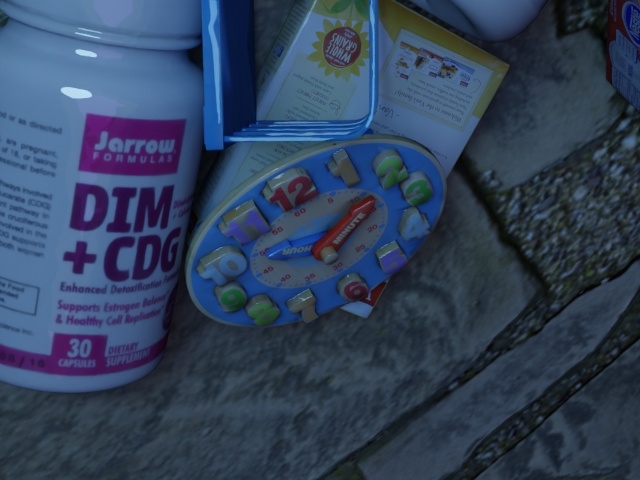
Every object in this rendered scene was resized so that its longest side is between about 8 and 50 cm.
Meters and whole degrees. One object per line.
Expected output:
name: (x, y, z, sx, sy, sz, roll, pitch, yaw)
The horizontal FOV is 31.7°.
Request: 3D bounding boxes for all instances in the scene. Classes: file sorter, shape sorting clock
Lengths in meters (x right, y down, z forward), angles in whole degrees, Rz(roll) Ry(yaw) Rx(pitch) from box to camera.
file sorter: (-0.014, -0.126, 0.740, 0.104, 0.170, 0.118, -1, 99, 4)
shape sorting clock: (0.000, 0.000, 0.822, 0.206, 0.040, 0.206, -17, 142, -13)

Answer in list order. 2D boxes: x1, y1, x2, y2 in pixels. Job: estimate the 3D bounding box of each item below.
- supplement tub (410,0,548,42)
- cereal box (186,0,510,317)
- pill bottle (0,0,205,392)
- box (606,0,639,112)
supplement tub: (0.121, -0.321, 0.711, 0.241, 0.241, 0.331, 32, 98, -28)
cereal box: (0.018, -0.073, 0.888, 0.173, 0.047, 0.240, 24, 103, -25)
pill bottle: (-0.162, -0.055, 0.765, 0.160, 0.160, 0.283, 5, 110, -22)
box: (0.299, -0.169, 0.833, 0.122, 0.128, 0.257, -39, 157, -1)
